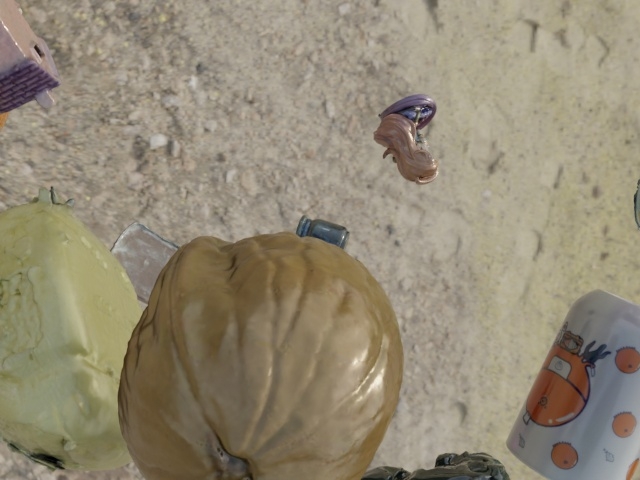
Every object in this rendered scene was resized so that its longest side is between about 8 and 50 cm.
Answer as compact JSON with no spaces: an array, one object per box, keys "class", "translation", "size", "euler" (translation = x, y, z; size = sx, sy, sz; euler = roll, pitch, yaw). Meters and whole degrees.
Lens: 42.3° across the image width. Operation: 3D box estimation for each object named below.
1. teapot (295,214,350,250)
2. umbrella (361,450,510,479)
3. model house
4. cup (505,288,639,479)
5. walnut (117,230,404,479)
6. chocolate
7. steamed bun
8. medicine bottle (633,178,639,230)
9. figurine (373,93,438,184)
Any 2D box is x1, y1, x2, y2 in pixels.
[{"class":"teapot","translation":[0.001,-0.001,1.322],"size":[0.083,0.049,0.064],"euler":[18,102,8]},{"class":"umbrella","translation":[-0.003,0.251,0.683],"size":[0.348,0.143,0.094],"euler":[-14,101,8]},{"class":"model house","translation":[-0.612,-0.315,1.508],"size":[0.236,0.202,0.237],"euler":[-27,119,3]},{"class":"cup","translation":[0.481,0.256,1.419],"size":[0.212,0.212,0.318],"euler":[20,96,-34]},{"class":"walnut","translation":[-0.044,0.097,0.619],"size":[0.228,0.228,0.228],"euler":[-5,99,-33]},{"class":"chocolate","translation":[-0.353,0.084,1.832],"size":[0.254,0.080,0.157],"euler":[32,60,-8]},{"class":"steamed bun","translation":[-0.281,0.103,0.847],"size":[0.166,0.232,0.273],"euler":[-21,71,3]},{"class":"medicine bottle","translation":[0.648,-0.042,1.109],"size":[0.108,0.426,0.108],"euler":[-10,103,-46]},{"class":"figurine","translation":[0.150,-0.172,1.453],"size":[0.114,0.126,0.157],"euler":[1,80,-10]}]
